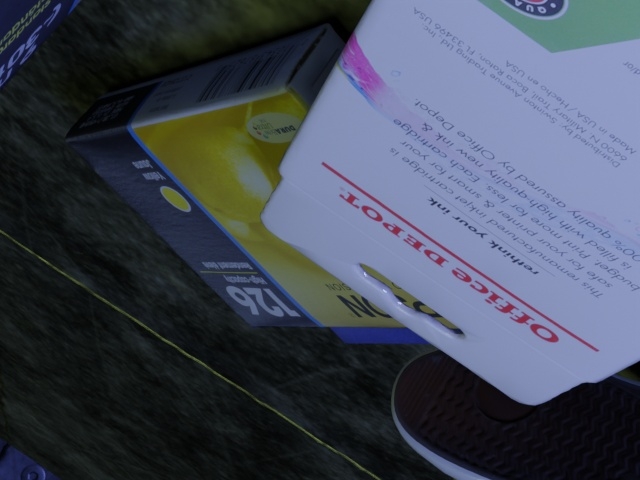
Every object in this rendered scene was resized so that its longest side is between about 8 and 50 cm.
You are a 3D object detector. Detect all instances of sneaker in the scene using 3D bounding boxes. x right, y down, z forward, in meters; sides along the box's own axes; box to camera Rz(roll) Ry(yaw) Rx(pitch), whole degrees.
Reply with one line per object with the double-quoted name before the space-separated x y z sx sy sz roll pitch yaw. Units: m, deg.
"sneaker" 0.190 0.144 0.816 0.290 0.106 0.123 10 154 16

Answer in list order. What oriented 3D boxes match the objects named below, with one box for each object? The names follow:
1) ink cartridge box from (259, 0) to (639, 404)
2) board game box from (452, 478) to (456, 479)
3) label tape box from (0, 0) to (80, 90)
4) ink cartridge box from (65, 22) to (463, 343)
"ink cartridge box" 0.113 -0.056 0.572 0.207 0.119 0.353 34 155 -2
"board game box" 0.247 0.293 1.155 0.259 0.039 0.124 41 156 -21
"label tape box" -0.109 -0.168 0.485 0.115 0.249 0.348 36 156 -4
"ink cartridge box" 0.000 0.000 0.883 0.307 0.072 0.303 48 151 -23
